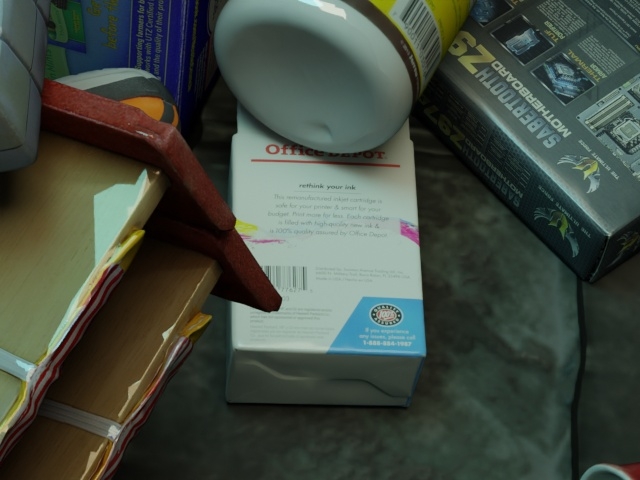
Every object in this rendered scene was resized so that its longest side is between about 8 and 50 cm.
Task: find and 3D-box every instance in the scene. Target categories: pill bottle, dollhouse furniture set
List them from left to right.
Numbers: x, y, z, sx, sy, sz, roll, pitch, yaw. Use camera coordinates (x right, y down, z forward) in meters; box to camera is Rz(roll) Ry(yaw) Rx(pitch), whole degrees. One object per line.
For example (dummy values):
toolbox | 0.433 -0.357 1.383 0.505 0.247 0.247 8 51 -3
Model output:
dollhouse furniture set | -0.232 0.012 0.872 0.374 0.152 0.201 20 67 28
pill bottle | 0.035 -0.159 1.060 0.117 0.117 0.215 24 55 9

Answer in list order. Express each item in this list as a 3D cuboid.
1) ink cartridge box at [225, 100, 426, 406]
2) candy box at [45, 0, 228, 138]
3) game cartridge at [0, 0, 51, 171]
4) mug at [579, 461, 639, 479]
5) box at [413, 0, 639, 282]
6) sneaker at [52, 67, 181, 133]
ink cartridge box | 0.000 0.000 1.055 0.104 0.061 0.181 3 56 -6
candy box | -0.201 -0.213 1.049 0.317 0.268 0.122 19 53 6
game cartridge | -0.288 -0.098 0.832 0.355 0.068 0.230 -9 60 12
mug | 0.231 0.143 0.943 0.169 0.150 0.113 -9 53 -18
box | 0.155 -0.109 1.150 0.183 0.059 0.232 -33 67 -25
sneaker | -0.171 0.054 0.978 0.321 0.124 0.180 -37 72 -15
